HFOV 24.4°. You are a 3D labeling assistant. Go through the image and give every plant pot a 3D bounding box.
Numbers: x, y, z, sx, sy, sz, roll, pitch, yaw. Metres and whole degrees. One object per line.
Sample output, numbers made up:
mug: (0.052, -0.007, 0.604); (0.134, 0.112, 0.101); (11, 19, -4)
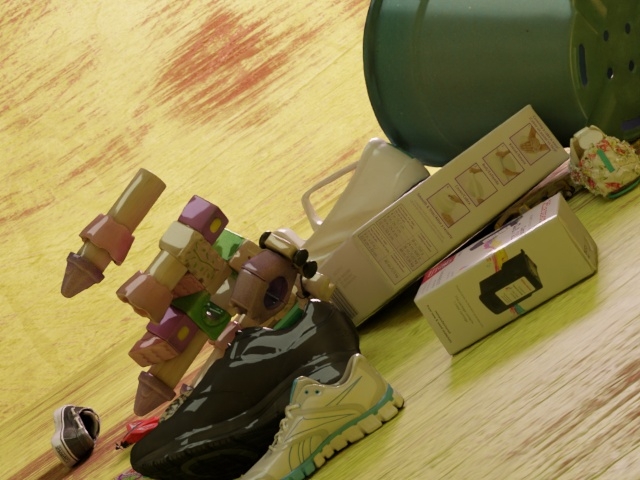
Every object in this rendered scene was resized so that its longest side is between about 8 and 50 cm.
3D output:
plant pot: (0.294, -0.268, 2.094); (0.334, 0.341, 0.341); (6, 34, 46)

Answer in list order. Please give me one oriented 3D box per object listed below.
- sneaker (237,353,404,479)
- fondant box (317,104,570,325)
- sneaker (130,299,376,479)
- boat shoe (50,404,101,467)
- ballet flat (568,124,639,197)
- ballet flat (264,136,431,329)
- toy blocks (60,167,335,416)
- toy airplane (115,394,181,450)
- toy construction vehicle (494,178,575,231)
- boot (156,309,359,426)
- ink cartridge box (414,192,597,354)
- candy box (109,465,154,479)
sneaker: (-0.017, 0.180, 1.446); (0.191, 0.083, 0.071); (-36, 8, -12)
fondant box: (0.147, -0.021, 1.963); (0.330, 0.096, 0.238); (-37, -4, -25)
sneaker: (-0.078, 0.164, 1.566); (0.286, 0.130, 0.109); (-27, -31, 10)
boat shoe: (-0.401, 0.317, 2.476); (0.070, 0.078, 0.219); (-34, 14, 0)
ballet flat: (0.350, -0.107, 1.845); (0.091, 0.077, 0.241); (-34, 5, 3)
ballet flat: (0.000, 0.000, 2.206); (0.400, 0.139, 0.139); (-46, 0, 23)
toy blocks: (-0.156, 0.116, 1.862); (0.309, 0.288, 0.260); (26, 74, 35)
toy airplane: (-0.242, 0.269, 2.204); (0.151, 0.028, 0.151); (-32, 7, 4)
toy construction vehicle: (0.277, -0.045, 1.929); (0.098, 0.035, 0.086); (-31, 6, 27)
boot: (-0.076, 0.170, 1.752); (0.179, 0.085, 0.236); (-16, 20, 46)
ink cartridge box: (0.195, 0.032, 1.549); (0.175, 0.072, 0.127); (-32, 5, 15)
candy box: (-0.214, 0.297, 1.826); (0.105, 0.027, 0.206); (-31, 5, -16)
